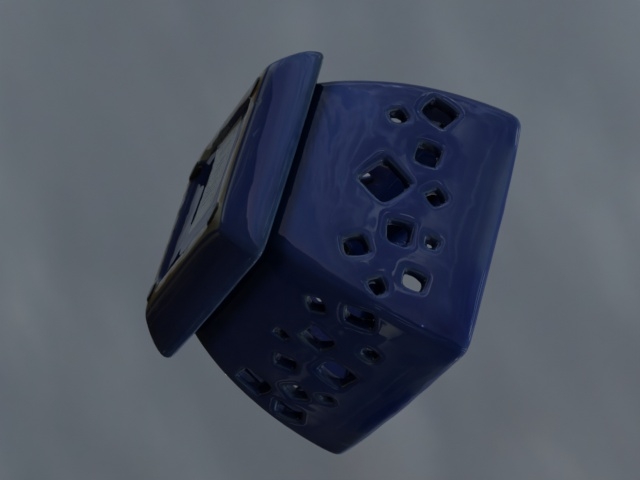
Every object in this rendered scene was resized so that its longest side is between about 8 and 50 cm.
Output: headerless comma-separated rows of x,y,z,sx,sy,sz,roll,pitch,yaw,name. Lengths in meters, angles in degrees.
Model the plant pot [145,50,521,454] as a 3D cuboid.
0.000,0.000,1.577,0.212,0.236,0.236,25,-34,-12,plant pot
